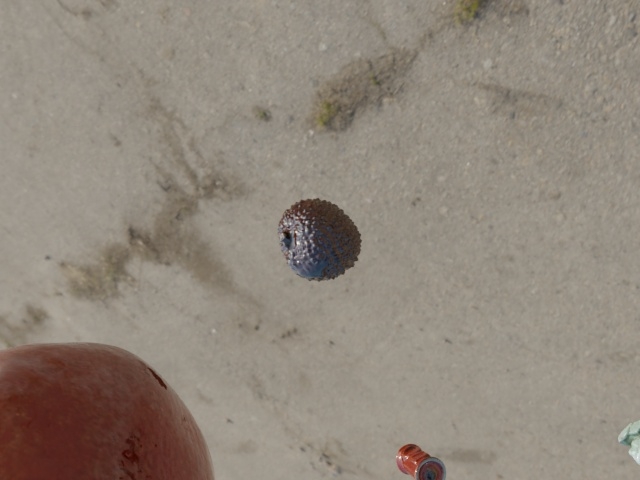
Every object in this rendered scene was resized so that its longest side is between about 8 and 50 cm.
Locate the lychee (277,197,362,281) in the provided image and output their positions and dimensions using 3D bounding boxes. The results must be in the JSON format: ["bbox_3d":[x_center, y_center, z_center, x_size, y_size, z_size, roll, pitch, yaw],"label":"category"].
[{"bbox_3d":[-0.001,0.002,1.033,0.123,0.123,0.129,2,167,39],"label":"lychee"}]

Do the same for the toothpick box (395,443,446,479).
[{"bbox_3d":[0.140,0.319,0.996,0.047,0.047,0.083,43,169,-10],"label":"toothpick box"}]

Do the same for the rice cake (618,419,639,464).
[{"bbox_3d":[0.547,0.339,1.004,0.336,0.063,0.066,34,113,-28],"label":"rice cake"}]

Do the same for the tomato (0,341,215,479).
[{"bbox_3d":[-0.131,0.133,0.353,0.151,0.187,0.187,14,142,11],"label":"tomato"}]
